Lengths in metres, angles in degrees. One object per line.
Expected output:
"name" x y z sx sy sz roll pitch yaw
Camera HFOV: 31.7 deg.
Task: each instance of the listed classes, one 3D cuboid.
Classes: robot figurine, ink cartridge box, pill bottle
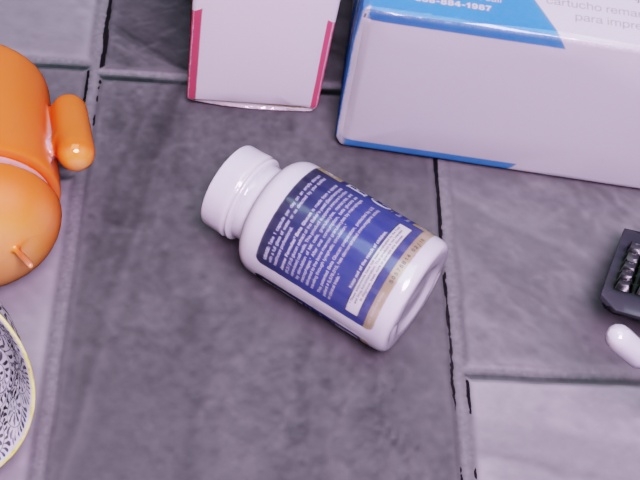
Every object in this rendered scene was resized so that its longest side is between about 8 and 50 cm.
"robot figurine" -0.253 -0.058 0.817 0.158 0.128 0.219 4 54 -26
"ink cartridge box" -0.046 -0.283 0.949 0.117 0.207 0.283 3 55 -7
"pill bottle" 0.000 0.000 0.830 0.169 0.094 0.094 31 58 14
"ink cartridge box" 0.179 -0.261 0.987 0.286 0.166 0.394 8 55 -1

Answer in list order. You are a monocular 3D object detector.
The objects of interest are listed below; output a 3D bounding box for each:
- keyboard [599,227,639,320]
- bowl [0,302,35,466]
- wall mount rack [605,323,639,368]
"keyboard" 0.380 0.040 0.836 0.317 0.033 0.201 15 29 17
"bowl" -0.263 0.072 0.731 0.170 0.170 0.080 5 25 -4
"wall mount rack" 0.309 0.202 0.709 0.304 0.130 0.350 11 54 1
